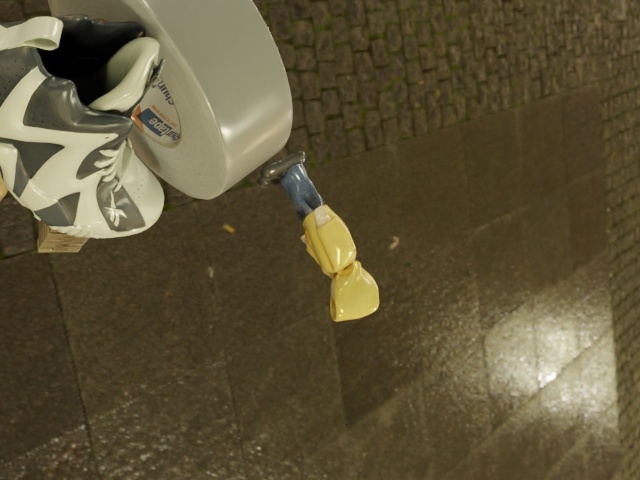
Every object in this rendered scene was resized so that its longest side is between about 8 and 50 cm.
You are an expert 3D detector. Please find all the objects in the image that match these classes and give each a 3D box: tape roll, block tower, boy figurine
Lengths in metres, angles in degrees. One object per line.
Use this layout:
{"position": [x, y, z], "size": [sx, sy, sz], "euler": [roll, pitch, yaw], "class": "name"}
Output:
{"position": [-0.123, -0.142, 0.618], "size": [0.072, 0.219, 0.219], "euler": [-40, 121, -25], "class": "tape roll"}
{"position": [-0.511, -0.054, 1.568], "size": [0.091, 0.335, 0.097], "euler": [2, 75, -28], "class": "block tower"}
{"position": [0.000, 0.000, 1.258], "size": [0.092, 0.177, 0.285], "euler": [-26, 88, -14], "class": "boy figurine"}

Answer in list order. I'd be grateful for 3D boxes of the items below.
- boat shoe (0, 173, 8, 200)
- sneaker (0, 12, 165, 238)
{"position": [-0.645, -0.102, 1.221], "size": [0.341, 0.122, 0.110], "euler": [24, 56, -59], "class": "boat shoe"}
{"position": [-0.152, -0.079, 0.548], "size": [0.235, 0.153, 0.094], "euler": [47, 39, -48], "class": "sneaker"}
